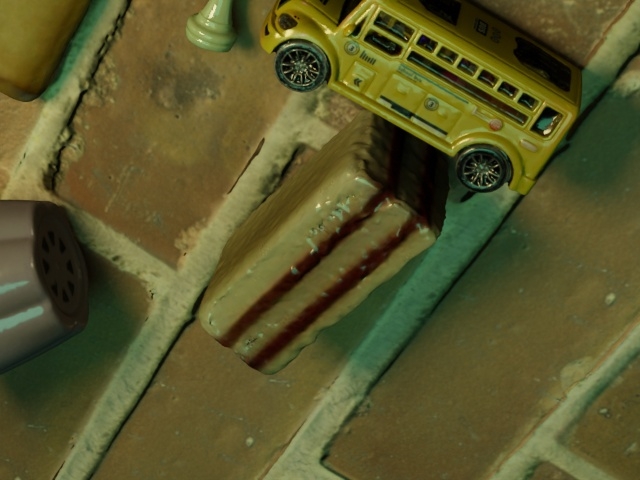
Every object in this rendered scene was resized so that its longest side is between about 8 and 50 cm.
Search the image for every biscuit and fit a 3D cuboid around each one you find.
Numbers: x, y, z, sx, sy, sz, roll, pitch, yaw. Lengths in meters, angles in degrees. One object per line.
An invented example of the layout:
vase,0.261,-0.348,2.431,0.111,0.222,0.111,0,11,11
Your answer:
biscuit,-0.369,-0.315,1.533,0.237,0.062,0.290,34,123,-7

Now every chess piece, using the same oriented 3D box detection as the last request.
chess piece,-0.100,-0.284,1.486,0.059,0.059,0.149,24,119,-1

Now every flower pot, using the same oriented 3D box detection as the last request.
flower pot,-0.433,0.058,1.701,0.243,0.265,0.265,-15,118,8

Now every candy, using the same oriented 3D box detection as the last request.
candy,0.000,0.000,1.564,0.135,0.179,0.321,41,124,-14

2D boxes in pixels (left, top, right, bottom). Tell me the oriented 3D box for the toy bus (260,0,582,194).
toy bus,0.108,-0.191,1.431,0.331,0.145,0.151,29,124,-7
